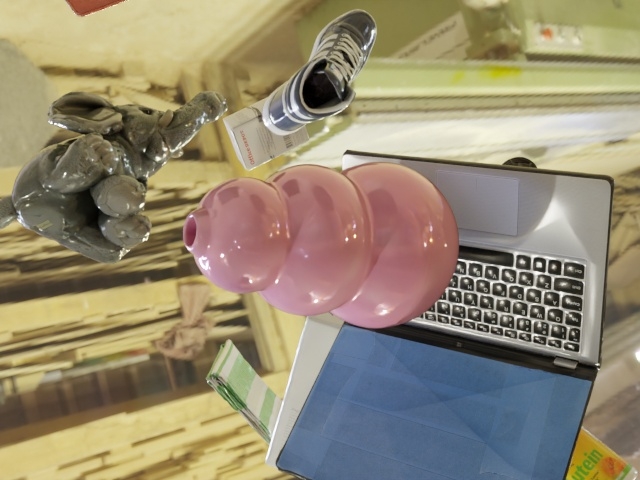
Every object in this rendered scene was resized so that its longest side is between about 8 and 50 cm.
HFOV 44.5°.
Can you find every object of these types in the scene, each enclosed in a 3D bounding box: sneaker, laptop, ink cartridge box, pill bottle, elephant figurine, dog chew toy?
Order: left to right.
[{"bbox_3d":[-0.244,-0.100,0.924,0.186,0.239,0.169,30,130,-19],"label":"elephant figurine"},{"bbox_3d":[-0.101,-0.207,1.460,0.135,0.099,0.056,-27,-140,-12],"label":"ink cartridge box"},{"bbox_3d":[0.000,0.000,0.923,0.332,0.206,0.206,4,164,-31],"label":"dog chew toy"},{"bbox_3d":[0.029,-0.291,1.293,0.282,0.099,0.153,-51,-163,-19],"label":"sneaker"},{"bbox_3d":[0.145,0.120,1.015,0.382,0.408,0.236,10,-157,31],"label":"laptop"},{"bbox_3d":[0.545,0.472,1.700,0.136,0.245,0.136,-39,152,-25],"label":"pill bottle"}]

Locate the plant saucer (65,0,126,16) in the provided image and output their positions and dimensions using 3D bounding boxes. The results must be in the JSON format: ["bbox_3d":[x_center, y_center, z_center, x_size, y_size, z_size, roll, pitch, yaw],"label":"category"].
[{"bbox_3d":[-0.396,-0.523,1.384,0.258,0.259,0.048,-35,177,-33],"label":"plant saucer"}]

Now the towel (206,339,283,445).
[{"bbox_3d":[-0.152,0.412,1.993,0.038,0.325,0.248,-41,-171,10],"label":"towel"}]

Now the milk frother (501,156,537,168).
[{"bbox_3d":[0.321,-0.053,1.354,0.135,0.129,0.143,-27,-149,58],"label":"milk frother"}]

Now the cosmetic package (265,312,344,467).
[{"bbox_3d":[0.025,0.267,1.619,0.161,0.453,0.230,17,-142,2],"label":"cosmetic package"}]
